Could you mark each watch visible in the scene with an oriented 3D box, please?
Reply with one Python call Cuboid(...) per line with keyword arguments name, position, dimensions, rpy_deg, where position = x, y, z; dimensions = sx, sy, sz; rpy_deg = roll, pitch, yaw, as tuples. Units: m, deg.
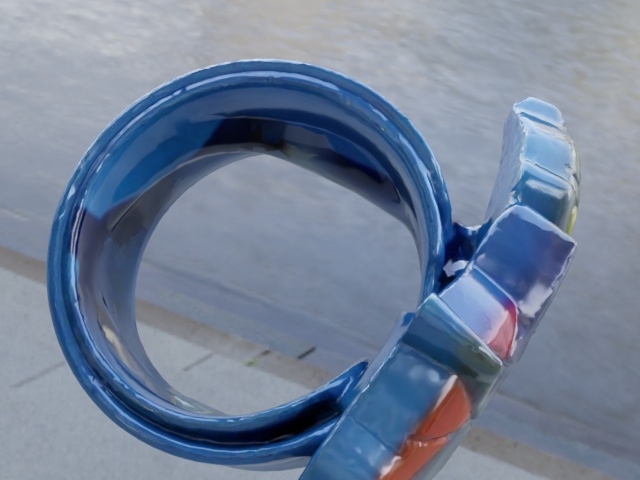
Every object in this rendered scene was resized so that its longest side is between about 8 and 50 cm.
Cuboid(name="watch", position=(0.000, 0.000, 0.545), dimensions=(0.274, 0.241, 0.305), rpy_deg=(30, 78, 12))
